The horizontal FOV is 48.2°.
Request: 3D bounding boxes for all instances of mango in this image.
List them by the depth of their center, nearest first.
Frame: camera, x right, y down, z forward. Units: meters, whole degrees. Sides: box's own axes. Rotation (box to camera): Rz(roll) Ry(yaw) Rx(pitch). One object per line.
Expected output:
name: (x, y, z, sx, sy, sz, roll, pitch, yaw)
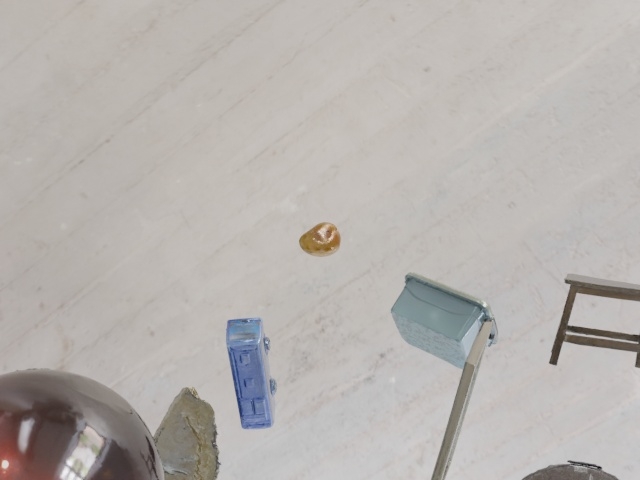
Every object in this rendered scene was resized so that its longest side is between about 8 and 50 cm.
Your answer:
mango: (0.000, 0.000, 1.691, 0.060, 0.114, 0.080, -30, 70, 45)

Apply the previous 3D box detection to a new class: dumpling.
dumpling: (-0.249, 0.399, 1.360, 0.166, 0.086, 0.332, 39, 127, 1)

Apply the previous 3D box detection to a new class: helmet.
helmet: (-0.223, 0.208, 0.567, 0.193, 0.189, 0.216, -17, 70, 12)

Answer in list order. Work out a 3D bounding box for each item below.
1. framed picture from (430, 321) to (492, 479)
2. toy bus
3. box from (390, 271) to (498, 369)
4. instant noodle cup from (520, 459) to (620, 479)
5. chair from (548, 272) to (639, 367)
framed picture: (0.244, 0.318, 1.281, 0.024, 0.232, 0.315, 16, 107, 17)
toy bus: (-0.134, 0.257, 1.359, 0.079, 0.094, 0.237, -1, 121, 7)
box: (0.274, 0.177, 1.596, 0.130, 0.226, 0.162, -51, 140, -22)
instant noodle cup: (0.366, 0.434, 1.004, 0.217, 0.218, 0.207, -26, 150, 9)
chair: (0.716, 0.107, 1.764, 0.240, 0.203, 0.417, 8, 94, 21)
